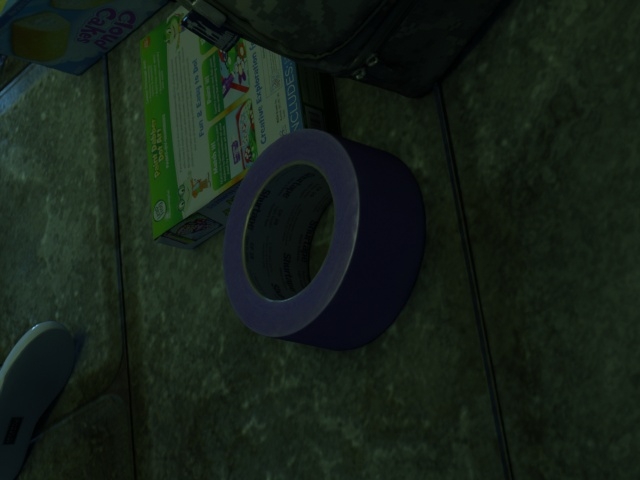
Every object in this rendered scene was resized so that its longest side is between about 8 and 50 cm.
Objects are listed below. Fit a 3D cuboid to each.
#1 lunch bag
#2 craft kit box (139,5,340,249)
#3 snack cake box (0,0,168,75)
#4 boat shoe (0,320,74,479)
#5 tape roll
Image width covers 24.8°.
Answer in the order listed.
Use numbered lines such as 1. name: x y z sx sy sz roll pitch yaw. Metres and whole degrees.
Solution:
1. lunch bag: 0.032 -0.289 1.210 0.305 0.256 0.213 -49 45 29
2. craft kit box: -0.089 -0.151 1.476 0.246 0.061 0.250 -29 57 39
3. snack cake box: -0.271 -0.299 1.664 0.264 0.152 0.089 -30 57 42
4. boat shoe: -0.353 0.178 1.677 0.076 0.080 0.229 47 122 45
5. tape roll: 0.000 0.000 1.297 0.189 0.080 0.189 -19 64 45
